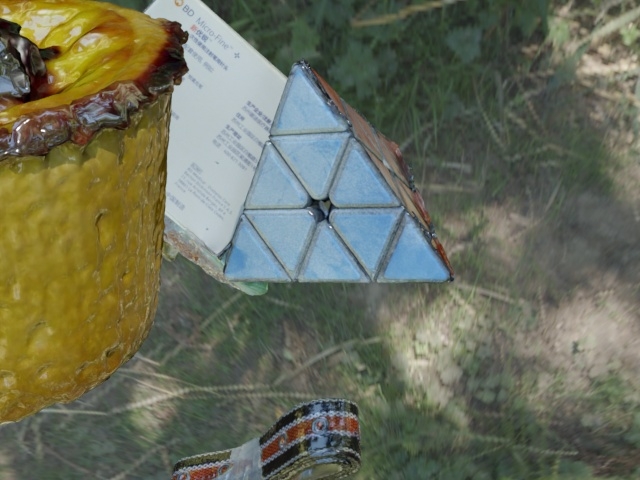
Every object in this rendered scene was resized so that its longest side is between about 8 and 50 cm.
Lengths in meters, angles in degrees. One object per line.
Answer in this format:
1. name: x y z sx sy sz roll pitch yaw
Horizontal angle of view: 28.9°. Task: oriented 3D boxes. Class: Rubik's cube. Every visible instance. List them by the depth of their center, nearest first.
1. Rubik's cube: 0.000 0.000 1.030 0.178 0.211 0.190 -38 59 12

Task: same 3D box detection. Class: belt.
1. belt: -0.077 0.315 1.704 0.126 0.359 0.094 30 45 -28

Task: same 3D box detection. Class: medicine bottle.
1. medicine bottle: -0.111 -0.109 1.122 0.201 0.052 0.171 41 90 -12

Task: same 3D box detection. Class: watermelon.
1. watermelon: -0.127 -0.008 1.388 0.081 0.094 0.180 -25 65 -39

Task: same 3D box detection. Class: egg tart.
1. egg tart: -0.159 -0.025 0.573 0.215 0.215 0.171 -4 120 4

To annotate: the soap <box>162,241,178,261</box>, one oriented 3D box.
1. soap: -0.253 -0.147 1.566 0.281 0.259 0.143 40 59 23
